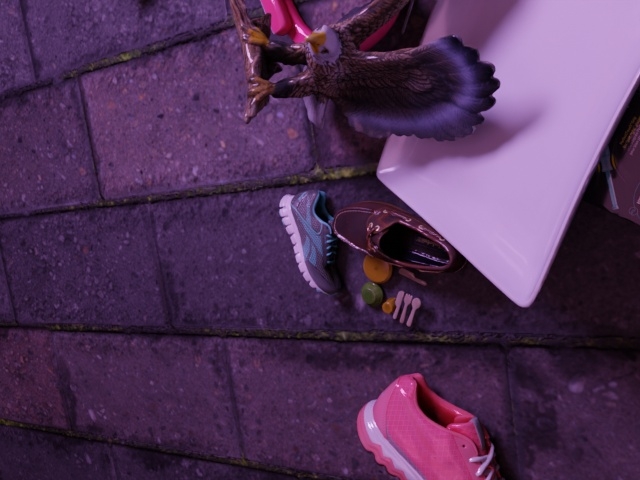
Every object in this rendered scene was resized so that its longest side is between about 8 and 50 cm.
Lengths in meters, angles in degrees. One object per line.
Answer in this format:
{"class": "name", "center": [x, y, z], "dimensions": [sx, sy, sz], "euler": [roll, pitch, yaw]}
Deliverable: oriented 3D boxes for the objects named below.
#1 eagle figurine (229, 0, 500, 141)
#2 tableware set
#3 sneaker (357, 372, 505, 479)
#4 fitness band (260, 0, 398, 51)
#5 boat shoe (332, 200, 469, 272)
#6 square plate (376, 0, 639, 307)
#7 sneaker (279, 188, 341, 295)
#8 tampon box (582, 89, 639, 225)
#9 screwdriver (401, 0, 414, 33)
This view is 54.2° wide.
{"class": "eagle figurine", "center": [0.046, -0.222, 0.716], "dimensions": [0.298, 0.225, 0.226], "euler": [-10, 128, 16]}
{"class": "tableware set", "center": [0.110, 0.037, 0.884], "dimensions": [0.104, 0.024, 0.154], "euler": [26, 114, 29]}
{"class": "sneaker", "center": [0.190, 0.309, 0.839], "dimensions": [0.314, 0.116, 0.136], "euler": [41, 118, 18]}
{"class": "fitness band", "center": [0.003, -0.390, 0.839], "dimensions": [0.208, 0.054, 0.291], "euler": [-19, 92, 31]}
{"class": "boat shoe", "center": [0.097, -0.006, 0.825], "dimensions": [0.206, 0.073, 0.073], "euler": [13, 109, 34]}
{"class": "square plate", "center": [0.201, -0.160, 0.677], "dimensions": [0.347, 0.049, 0.344], "euler": [53, 129, 54]}
{"class": "sneaker", "center": [0.000, 0.000, 0.921], "dimensions": [0.076, 0.065, 0.167], "euler": [-24, 89, 30]}
{"class": "tampon box", "center": [0.320, -0.100, 0.672], "dimensions": [0.161, 0.101, 0.121], "euler": [30, 115, 24]}
{"class": "screwdriver", "center": [0.133, -0.344, 0.787], "dimensions": [0.025, 0.024, 0.170], "euler": [11, 116, 0]}
